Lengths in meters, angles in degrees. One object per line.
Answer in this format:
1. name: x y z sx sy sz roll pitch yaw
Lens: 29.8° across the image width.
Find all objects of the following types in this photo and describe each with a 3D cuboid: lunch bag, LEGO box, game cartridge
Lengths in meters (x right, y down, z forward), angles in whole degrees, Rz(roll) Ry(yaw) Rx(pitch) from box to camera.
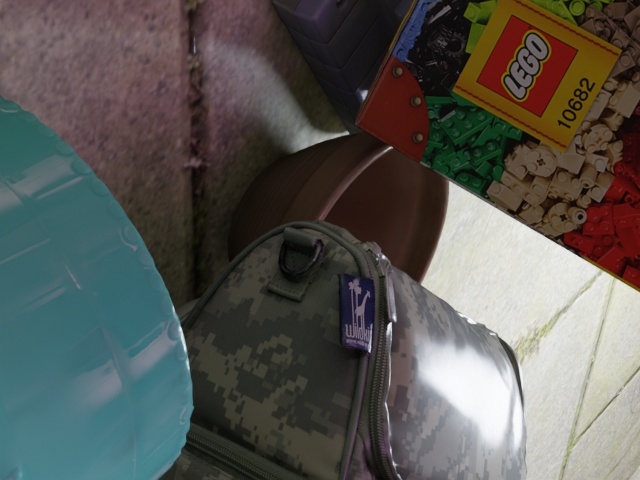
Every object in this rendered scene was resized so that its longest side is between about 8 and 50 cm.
1. lunch bag: 0.017 0.142 0.866 0.305 0.212 0.256 31 80 -56
2. LEGO box: 0.303 -0.109 1.028 0.193 0.372 0.500 -63 165 19
3. game cartridge: 0.111 -0.267 1.018 0.355 0.068 0.230 -56 148 -10

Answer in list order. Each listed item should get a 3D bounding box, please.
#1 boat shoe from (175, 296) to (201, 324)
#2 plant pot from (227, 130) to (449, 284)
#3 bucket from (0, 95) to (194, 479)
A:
1. boat shoe: -0.111 0.124 0.940 0.227 0.081 0.079 -47 131 -44
2. plant pot: 0.000 0.000 1.016 0.237 0.110 0.237 -40 146 -34
3. bucket: -0.209 0.066 0.568 0.183 0.281 0.281 -36 143 -42
